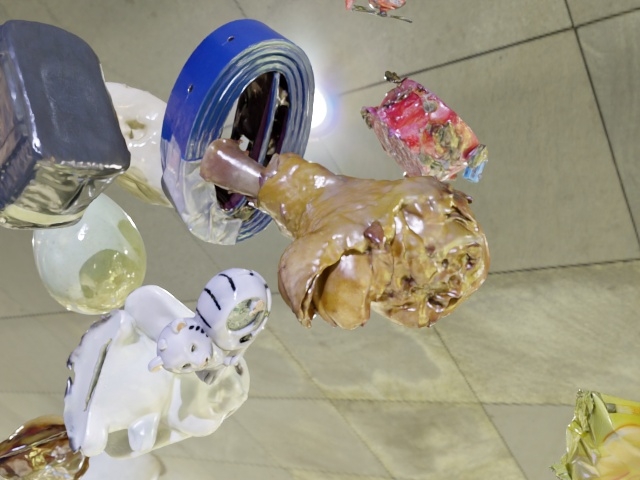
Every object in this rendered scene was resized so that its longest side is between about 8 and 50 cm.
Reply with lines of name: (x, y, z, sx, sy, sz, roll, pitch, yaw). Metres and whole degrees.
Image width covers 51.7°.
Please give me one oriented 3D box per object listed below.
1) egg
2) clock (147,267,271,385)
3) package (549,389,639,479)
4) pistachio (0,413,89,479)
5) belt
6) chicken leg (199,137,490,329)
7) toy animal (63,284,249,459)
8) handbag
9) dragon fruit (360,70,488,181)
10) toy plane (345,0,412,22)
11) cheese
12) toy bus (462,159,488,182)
egg: (-0.490, 0.012, 1.393, 0.218, 0.218, 0.296, -38, 72, 48)
clock: (-0.146, 0.110, 0.880, 0.080, 0.176, 0.117, 40, -171, 35)
package: (0.423, 0.273, 0.852, 0.226, 0.090, 0.168, 8, 120, 13)
pistachio: (-0.483, 0.370, 1.144, 0.130, 0.165, 0.210, 52, -176, 23)
belt: (-0.134, -0.166, 1.051, 0.212, 0.117, 0.347, 0, 122, -37)
chicken leg: (0.003, -0.015, 0.833, 0.409, 0.295, 0.182, 29, 133, 14)
toy animal: (-0.253, 0.221, 1.009, 0.289, 0.249, 0.174, 43, 165, -32)
handbag: (-0.378, -0.149, 0.906, 0.181, 0.181, 0.254, -34, 71, 35)
dragon fruit: (0.186, -0.205, 1.287, 0.282, 0.147, 0.211, 46, -173, 24)
toy plane: (0.101, -0.423, 1.166, 0.145, 0.060, 0.037, -1, -173, -31)
cheese: (-0.331, -0.178, 1.226, 0.251, 0.174, 0.248, 29, 170, -20)
toy bus: (0.435, -0.207, 1.859, 0.046, 0.083, 0.038, 20, 178, -18)
